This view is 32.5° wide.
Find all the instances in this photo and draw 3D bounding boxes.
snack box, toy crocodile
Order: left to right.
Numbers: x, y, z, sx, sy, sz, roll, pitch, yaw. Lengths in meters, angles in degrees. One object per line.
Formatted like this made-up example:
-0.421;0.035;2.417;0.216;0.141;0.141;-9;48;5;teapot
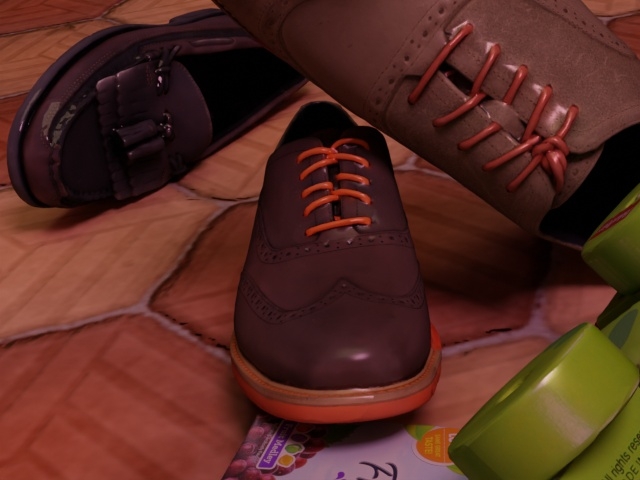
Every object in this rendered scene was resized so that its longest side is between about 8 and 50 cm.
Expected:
0.002;0.119;0.397;0.100;0.037;0.141;2;28;18;snack box
0.123;0.066;0.401;0.115;0.105;0.340;42;46;4;toy crocodile

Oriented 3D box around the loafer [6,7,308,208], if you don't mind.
-0.101;-0.106;0.800;0.095;0.109;0.302;10;28;23;loafer

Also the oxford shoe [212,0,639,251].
0.081;-0.083;0.521;0.348;0.123;0.130;23;26;-31;oxford shoe

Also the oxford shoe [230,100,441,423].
0.000;0.000;0.534;0.097;0.098;0.271;-5;20;-4;oxford shoe
